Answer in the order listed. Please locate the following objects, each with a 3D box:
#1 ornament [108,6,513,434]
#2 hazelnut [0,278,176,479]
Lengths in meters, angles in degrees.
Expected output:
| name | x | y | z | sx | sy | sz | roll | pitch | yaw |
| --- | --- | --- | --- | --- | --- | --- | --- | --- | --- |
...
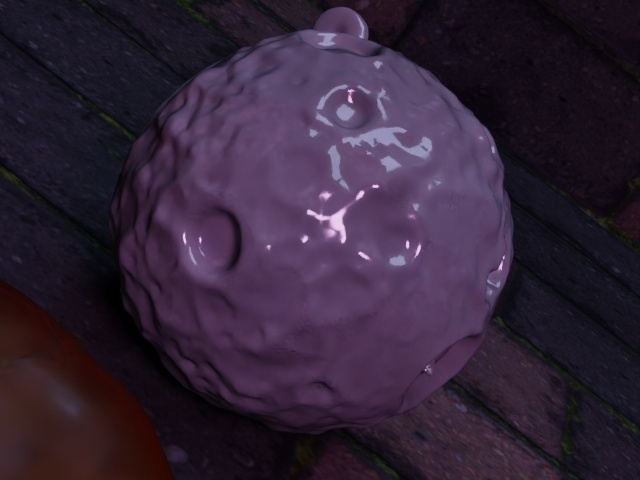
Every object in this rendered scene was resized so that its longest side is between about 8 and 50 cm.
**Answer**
| name | x | y | z | sx | sy | sz | roll | pitch | yaw |
| --- | --- | --- | --- | --- | --- | --- | --- | --- | --- |
| ornament | 0.000 | 0.000 | 1.081 | 0.337 | 0.337 | 0.337 | 31 | 23 | -14 |
| hazelnut | -0.201 | 0.161 | 0.469 | 0.365 | 0.366 | 0.366 | 31 | 23 | -14 |
